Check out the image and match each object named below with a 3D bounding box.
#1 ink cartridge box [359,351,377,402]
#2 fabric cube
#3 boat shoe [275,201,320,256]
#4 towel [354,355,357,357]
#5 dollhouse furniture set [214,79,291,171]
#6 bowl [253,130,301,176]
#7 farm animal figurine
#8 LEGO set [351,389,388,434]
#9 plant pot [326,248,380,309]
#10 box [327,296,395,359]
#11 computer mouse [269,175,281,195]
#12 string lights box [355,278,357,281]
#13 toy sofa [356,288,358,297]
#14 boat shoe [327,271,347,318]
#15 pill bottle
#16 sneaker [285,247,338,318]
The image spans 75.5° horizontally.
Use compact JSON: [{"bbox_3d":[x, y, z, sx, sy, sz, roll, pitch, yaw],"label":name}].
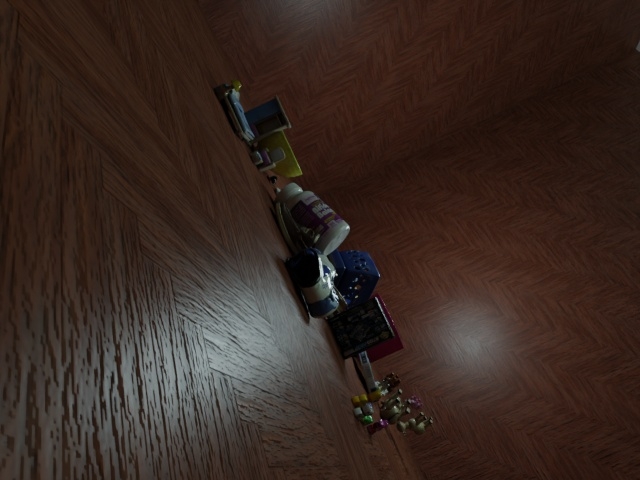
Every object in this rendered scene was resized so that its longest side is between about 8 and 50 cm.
[{"bbox_3d":[0.226,0.628,1.984,0.208,0.045,0.206,-102,176,-77],"label":"ink cartridge box"},{"bbox_3d":[0.281,0.498,2.316,0.254,0.258,0.259,61,5,-45],"label":"fabric cube"},{"bbox_3d":[-0.059,0.001,1.549,0.123,0.123,0.342,-78,143,-86],"label":"boat shoe"},{"bbox_3d":[0.097,0.390,2.040,0.243,0.040,0.336,64,3,-48],"label":"towel"},{"bbox_3d":[-0.230,-0.458,1.598,0.303,0.198,0.286,23,42,-86],"label":"dollhouse furniture set"},{"bbox_3d":[-0.212,-0.404,1.891,0.289,0.156,0.289,-25,90,-88],"label":"bowl"},{"bbox_3d":[0.392,0.866,2.121,0.330,0.172,0.327,51,15,25],"label":"farm animal figurine"},{"bbox_3d":[0.169,0.548,1.354,0.227,0.093,0.087,62,4,-48],"label":"LEGO set"},{"bbox_3d":[0.116,0.178,1.947,0.236,0.212,0.236,-110,-141,-60],"label":"plant pot"},{"bbox_3d":[0.159,0.347,1.641,0.175,0.220,0.051,66,7,19],"label":"box"},{"bbox_3d":[-0.187,-0.222,1.976,0.106,0.042,0.193,-106,170,-81],"label":"computer mouse"},{"bbox_3d":[0.151,0.244,2.567,0.133,0.076,0.259,29,-26,6],"label":"string lights box"},{"bbox_3d":[0.141,0.315,2.438,0.177,0.150,0.362,13,-35,35],"label":"toy sofa"},{"bbox_3d":[0.012,0.148,1.670,0.123,0.116,0.324,54,12,-78],"label":"boat shoe"},{"bbox_3d":[-0.042,-0.092,1.670,0.301,0.169,0.169,43,-3,15],"label":"pill bottle"},{"bbox_3d":[-0.030,0.084,1.334,0.315,0.127,0.182,-107,174,-60],"label":"sneaker"}]
